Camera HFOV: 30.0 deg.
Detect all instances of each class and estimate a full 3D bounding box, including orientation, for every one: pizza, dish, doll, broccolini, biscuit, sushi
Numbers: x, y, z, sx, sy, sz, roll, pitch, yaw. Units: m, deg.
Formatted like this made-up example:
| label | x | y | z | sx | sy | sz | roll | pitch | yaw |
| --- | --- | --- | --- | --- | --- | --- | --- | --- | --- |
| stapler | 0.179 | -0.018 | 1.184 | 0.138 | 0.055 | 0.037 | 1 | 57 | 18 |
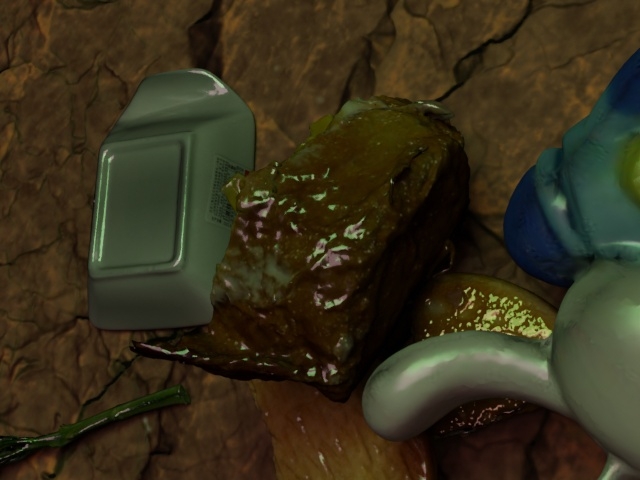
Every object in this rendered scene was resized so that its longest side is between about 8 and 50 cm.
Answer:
| label | x | y | z | sx | sy | sz | roll | pitch | yaw |
| --- | --- | --- | --- | --- | --- | --- | --- | --- | --- |
| pizza | 0.122 | 0.091 | 0.878 | 0.178 | 0.041 | 0.131 | 13 | 75 | 26 |
| dish | -0.139 | -0.045 | 1.024 | 0.154 | 0.064 | 0.234 | -6 | 69 | 22 |
| doll | 0.252 | 0.015 | 0.769 | 0.376 | 0.187 | 0.366 | 18 | 80 | 3 |
| broccolini | -0.212 | 0.162 | 0.998 | 0.218 | 0.042 | 0.044 | -17 | 67 | 15 |
| biscuit | 0.022 | 0.160 | 0.885 | 0.144 | 0.033 | 0.224 | -40 | 57 | 22 |
| sushi | 0.002 | -0.002 | 0.875 | 0.179 | 0.167 | 0.296 | 21 | 71 | 31 |
